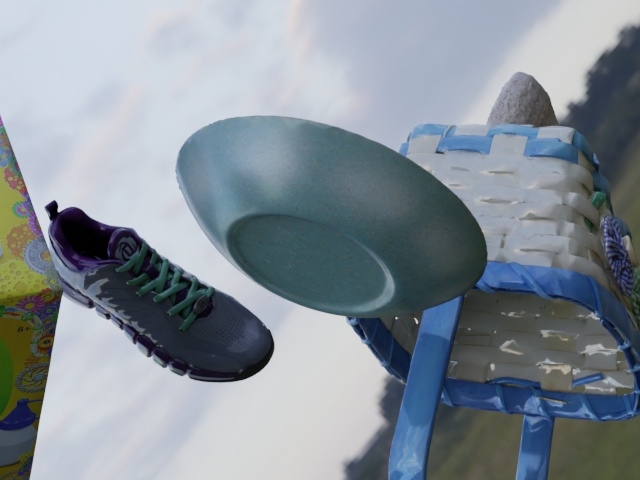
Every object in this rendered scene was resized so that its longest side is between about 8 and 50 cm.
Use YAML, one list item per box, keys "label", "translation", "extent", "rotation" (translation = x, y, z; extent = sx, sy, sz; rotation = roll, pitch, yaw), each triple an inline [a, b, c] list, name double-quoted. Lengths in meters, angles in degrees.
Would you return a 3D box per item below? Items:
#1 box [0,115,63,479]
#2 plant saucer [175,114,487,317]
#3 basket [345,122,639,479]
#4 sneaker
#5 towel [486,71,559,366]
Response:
- label: "box"
  translation: [-0.367, 0.074, 1.361]
  extent: [0.290, 0.177, 0.279]
  rotation: [-10, -35, -22]
- label: "plant saucer"
  translation: [0.000, 0.000, 1.073]
  extent: [0.195, 0.195, 0.037]
  rotation: [114, 178, -62]
- label: "basket"
  translation: [0.121, 0.077, 1.257]
  extent: [0.255, 0.201, 0.289]
  rotation: [49, -129, -59]
- label: "sneaker"
  translation: [-0.143, 0.044, 1.544]
  extent: [0.083, 0.223, 0.098]
  rotation: [-58, -18, -26]
- label: "towel"
  translation: [0.201, 0.001, 1.756]
  extent: [0.187, 0.049, 0.282]
  rotation: [-63, -37, -33]
